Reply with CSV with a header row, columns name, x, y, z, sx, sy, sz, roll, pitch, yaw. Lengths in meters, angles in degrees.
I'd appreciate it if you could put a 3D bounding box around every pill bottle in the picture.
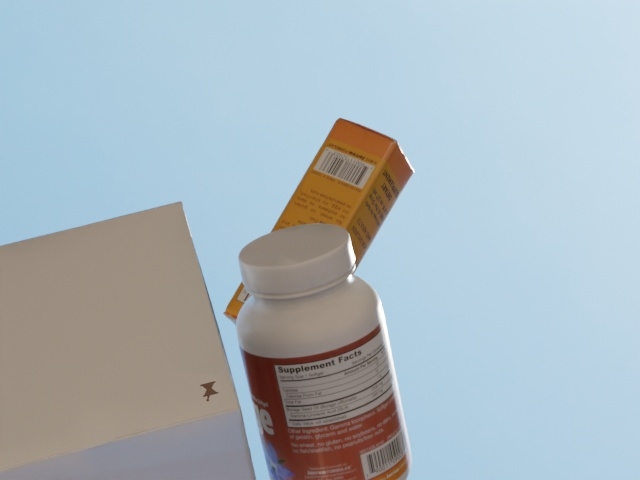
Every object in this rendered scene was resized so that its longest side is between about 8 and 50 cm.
name,x,y,z,sx,sy,sz,roll,pitch,yaw
pill bottle,-0.001,0.102,1.376,0.121,0.216,0.121,-10,-161,4

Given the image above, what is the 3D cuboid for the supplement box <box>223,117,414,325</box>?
name,x,y,z,sx,sy,sz,roll,pitch,yaw
supplement box,0.000,0.000,1.671,0.080,0.078,0.233,26,-104,27

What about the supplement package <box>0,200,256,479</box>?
name,x,y,z,sx,sy,sz,roll,pitch,yaw
supplement package,-0.158,0.146,1.258,0.199,0.263,0.198,-14,-130,-6
